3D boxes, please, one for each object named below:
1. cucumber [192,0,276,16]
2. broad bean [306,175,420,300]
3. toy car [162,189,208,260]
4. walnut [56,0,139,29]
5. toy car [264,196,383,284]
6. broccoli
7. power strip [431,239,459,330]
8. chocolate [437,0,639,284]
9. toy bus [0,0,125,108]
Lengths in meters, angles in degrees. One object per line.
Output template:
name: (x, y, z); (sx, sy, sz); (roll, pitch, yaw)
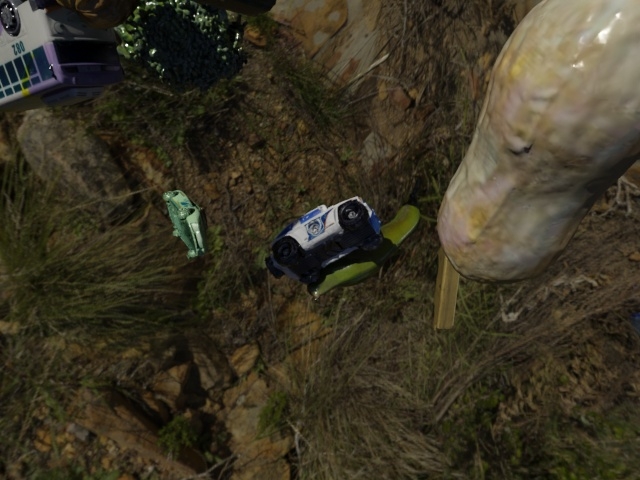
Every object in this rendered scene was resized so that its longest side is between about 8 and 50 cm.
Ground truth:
cucumber: (-0.101, -0.339, 0.513); (0.062, 0.115, 0.116); (34, 120, 36)
broad bean: (0.094, 0.003, 0.709); (0.075, 0.325, 0.067); (42, 143, 15)
toy car: (-0.232, -0.031, 0.762); (0.186, 0.058, 0.093); (34, 136, 52)
walnut: (-0.415, -0.503, 0.807); (0.155, 0.155, 0.184); (26, 85, -1)
toy car: (0.000, 0.000, 0.596); (0.171, 0.070, 0.080); (-29, 143, 12)
broccoli: (-0.339, -0.549, 1.054); (0.334, 0.272, 0.324); (-9, 161, -12)
power strip: (0.274, 0.062, 0.913); (0.044, 0.064, 0.305); (0, 112, 3)
chocolate: (0.186, -0.071, 0.367); (0.134, 0.134, 0.309); (17, 139, 5)
toy bus: (-0.766, -0.496, 1.180); (0.440, 0.209, 0.249); (-2, 109, 30)
